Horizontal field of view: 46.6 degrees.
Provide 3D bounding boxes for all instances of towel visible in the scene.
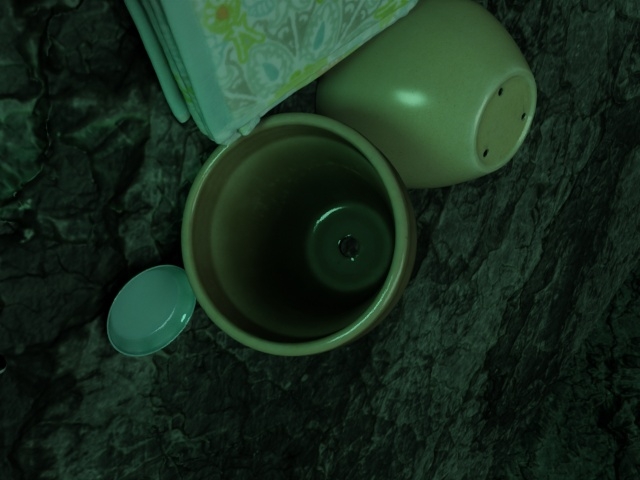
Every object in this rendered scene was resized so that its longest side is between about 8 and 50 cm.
[{"bbox_3d":[-0.042,-0.299,0.695,0.321,0.090,0.374,-40,149,-18],"label":"towel"}]

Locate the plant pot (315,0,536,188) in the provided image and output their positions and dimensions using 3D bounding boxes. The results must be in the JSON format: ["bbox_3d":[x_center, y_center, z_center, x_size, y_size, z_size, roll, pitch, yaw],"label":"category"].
[{"bbox_3d":[0.162,-0.181,0.961,0.284,0.191,0.284,-28,134,-34],"label":"plant pot"}]

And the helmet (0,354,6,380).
[{"bbox_3d":[-0.351,0.101,0.598,0.169,0.169,0.161,-26,116,-36],"label":"helmet"}]

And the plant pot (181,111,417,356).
[{"bbox_3d":[0.000,0.000,0.890,0.263,0.263,0.229,-63,162,5],"label":"plant pot"}]

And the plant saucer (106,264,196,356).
[{"bbox_3d":[-0.200,0.078,0.866,0.119,0.021,0.119,-27,132,-34],"label":"plant saucer"}]
